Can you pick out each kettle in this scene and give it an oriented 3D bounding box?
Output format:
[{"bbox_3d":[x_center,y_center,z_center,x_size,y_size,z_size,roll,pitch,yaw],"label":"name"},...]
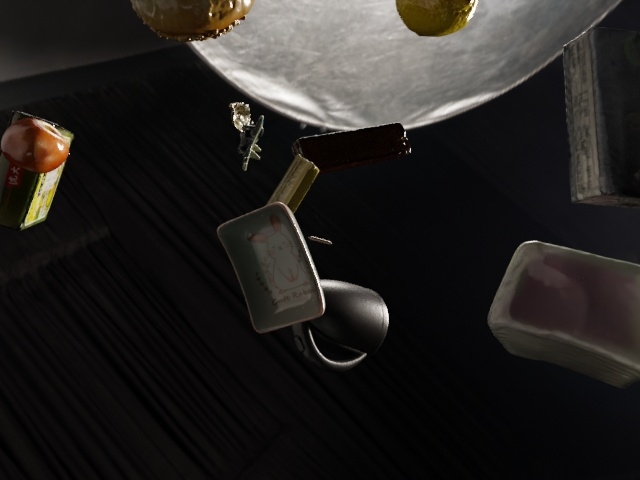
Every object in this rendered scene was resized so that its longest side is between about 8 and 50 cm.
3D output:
[{"bbox_3d":[0.028,0.231,1.369,0.207,0.269,0.290,-32,141,34],"label":"kettle"}]

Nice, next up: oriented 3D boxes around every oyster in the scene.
[{"bbox_3d":[-0.311,-0.474,1.883,0.148,0.051,0.103,78,32,-62],"label":"oyster"}]

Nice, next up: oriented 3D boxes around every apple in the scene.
[{"bbox_3d":[-0.786,-0.257,1.367,0.139,0.163,0.163,-48,170,1],"label":"apple"}]

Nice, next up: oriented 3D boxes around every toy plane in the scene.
[{"bbox_3d":[-0.245,-0.361,1.730,0.262,0.088,0.192,115,-19,-64],"label":"toy plane"}]

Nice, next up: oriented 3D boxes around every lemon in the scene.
[{"bbox_3d":[0.353,-0.740,1.509,0.233,0.288,0.234,-16,122,-29],"label":"lemon"}]

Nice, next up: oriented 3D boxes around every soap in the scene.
[{"bbox_3d":[-0.095,-0.097,1.268,0.037,0.092,0.252,28,100,-37],"label":"soap"}]

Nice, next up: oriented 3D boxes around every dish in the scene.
[{"bbox_3d":[-0.078,0.046,0.896,0.151,0.213,0.077,-20,-177,24],"label":"dish"}]

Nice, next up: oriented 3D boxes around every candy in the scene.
[{"bbox_3d":[0.404,0.130,0.793,0.358,0.208,0.145,35,72,-58],"label":"candy"}]

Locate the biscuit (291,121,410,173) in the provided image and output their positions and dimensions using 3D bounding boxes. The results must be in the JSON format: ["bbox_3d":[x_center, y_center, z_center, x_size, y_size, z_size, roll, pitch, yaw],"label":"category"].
[{"bbox_3d":[0.102,-0.284,1.545,0.388,0.107,0.073,-15,174,-24],"label":"biscuit"}]

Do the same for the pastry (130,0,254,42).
[{"bbox_3d":[-0.364,-0.740,1.412,0.409,0.409,0.245,-43,156,-16],"label":"pastry"}]

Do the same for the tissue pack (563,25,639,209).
[{"bbox_3d":[0.721,-0.272,1.147,0.124,0.287,0.395,150,-57,-76],"label":"tissue pack"}]

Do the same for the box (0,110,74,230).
[{"bbox_3d":[-1.032,-0.245,1.774,0.373,0.138,0.420,-70,-161,0],"label":"box"}]

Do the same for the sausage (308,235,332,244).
[{"bbox_3d":[0.000,0.000,1.994,0.015,0.100,0.015,15,90,-80],"label":"sausage"}]
